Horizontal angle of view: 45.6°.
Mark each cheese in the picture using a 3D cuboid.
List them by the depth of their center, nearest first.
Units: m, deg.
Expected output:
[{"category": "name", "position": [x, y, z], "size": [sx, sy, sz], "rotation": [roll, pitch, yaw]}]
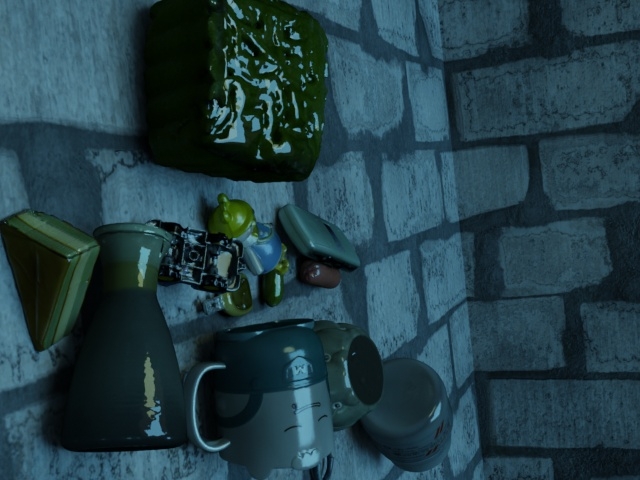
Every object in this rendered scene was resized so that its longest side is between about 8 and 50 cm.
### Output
[{"category": "cheese", "position": [-0.183, 0.114, 1.474], "size": [0.162, 0.036, 0.086], "rotation": [-18, 101, -66]}]

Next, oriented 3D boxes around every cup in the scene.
[{"category": "cup", "position": [-0.117, 0.289, 1.410], "size": [0.290, 0.219, 0.257], "rotation": [-6, 90, -34]}]

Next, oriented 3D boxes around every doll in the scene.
[{"category": "doll", "position": [-0.145, -0.007, 1.510], "size": [0.241, 0.099, 0.135], "rotation": [53, 53, -53]}]

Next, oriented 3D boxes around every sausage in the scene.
[{"category": "sausage", "position": [0.000, 0.082, 1.852], "size": [0.154, 0.062, 0.062], "rotation": [21, 67, -63]}]

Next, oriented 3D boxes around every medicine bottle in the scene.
[{"category": "medicine bottle", "position": [0.243, 0.490, 2.098], "size": [0.306, 0.245, 0.245], "rotation": [66, 30, -51]}]

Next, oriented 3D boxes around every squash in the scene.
[{"category": "squash", "position": [-0.106, 0.052, 1.642], "size": [0.052, 0.052, 0.183], "rotation": [8, 76, -65]}]

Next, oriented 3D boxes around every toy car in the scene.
[{"category": "toy car", "position": [-0.227, 0.034, 1.302], "size": [0.191, 0.100, 0.097], "rotation": [15, 68, -29]}]

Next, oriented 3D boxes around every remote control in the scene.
[{"category": "remote control", "position": [0.000, 0.000, 1.821], "size": [0.140, 0.056, 0.296], "rotation": [57, 15, 23]}]

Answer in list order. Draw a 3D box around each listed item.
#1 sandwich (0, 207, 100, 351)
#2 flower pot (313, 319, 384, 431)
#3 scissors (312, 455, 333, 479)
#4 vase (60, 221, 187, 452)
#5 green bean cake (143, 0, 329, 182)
[{"category": "sandwich", "position": [-0.389, 0.053, 1.055], "size": [0.163, 0.113, 0.079], "rotation": [-66, 168, 25]}, {"category": "flower pot", "position": [0.016, 0.296, 1.668], "size": [0.246, 0.195, 0.246], "rotation": [32, 51, -52]}, {"category": "scissors", "position": [0.025, 0.385, 1.892], "size": [0.383, 0.029, 0.256], "rotation": [-60, 137, -49]}, {"category": "vase", "position": [-0.284, 0.142, 1.117], "size": [0.173, 0.173, 0.321], "rotation": [31, 51, -61]}, {"category": "green bean cake", "position": [-0.132, -0.276, 1.354], "size": [0.319, 0.218, 0.335], "rotation": [1, 91, -46]}]
